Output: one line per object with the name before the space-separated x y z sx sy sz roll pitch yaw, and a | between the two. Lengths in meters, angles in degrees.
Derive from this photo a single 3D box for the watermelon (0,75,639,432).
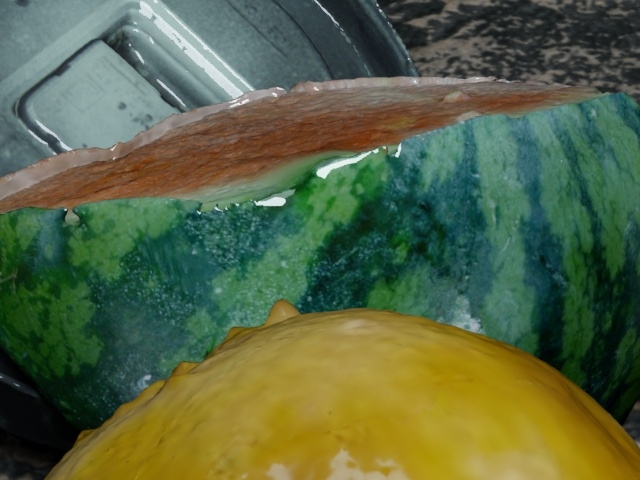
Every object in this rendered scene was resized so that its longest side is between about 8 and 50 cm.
watermelon | 0.024 0.002 0.967 0.292 0.222 0.319 -33 80 -40

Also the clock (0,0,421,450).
clock | -0.114 -0.055 1.117 0.386 0.076 0.386 11 59 -18

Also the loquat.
loquat | 0.012 0.189 0.787 0.328 0.328 0.328 -2 41 2
